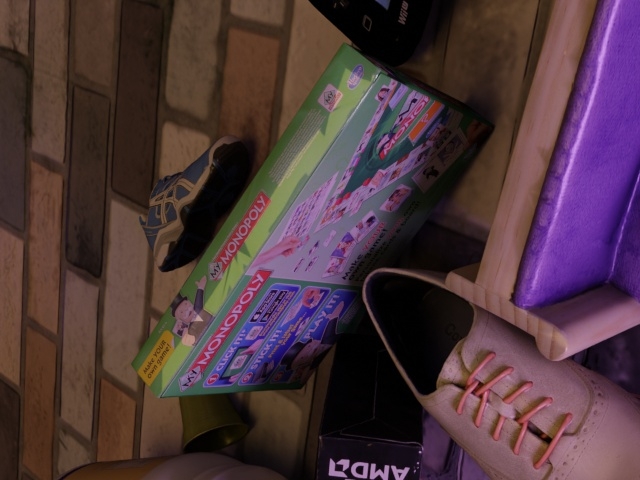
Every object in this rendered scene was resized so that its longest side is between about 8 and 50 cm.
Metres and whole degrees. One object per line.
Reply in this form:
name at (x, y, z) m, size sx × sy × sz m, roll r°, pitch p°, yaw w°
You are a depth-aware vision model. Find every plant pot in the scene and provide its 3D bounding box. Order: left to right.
plant pot at (-0.137, 0.206, 1.182) m, size 0.083 × 0.083 × 0.079 m, roll -48°, pitch 53°, yaw 39°

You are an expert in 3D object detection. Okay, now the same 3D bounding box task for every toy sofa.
toy sofa at (0.235, -0.095, 0.696) m, size 0.177 × 0.150 × 0.362 m, roll 30°, pitch 119°, yaw 37°

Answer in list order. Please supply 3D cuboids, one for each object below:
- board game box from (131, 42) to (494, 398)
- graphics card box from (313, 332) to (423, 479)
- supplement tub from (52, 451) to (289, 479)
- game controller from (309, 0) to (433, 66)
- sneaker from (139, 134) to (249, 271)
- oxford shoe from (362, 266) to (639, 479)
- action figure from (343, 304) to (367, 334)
board game box at (0.000, 0.000, 0.838) m, size 0.046 × 0.213 × 0.317 m, roll 44°, pitch 108°, yaw 29°
graphics card box at (0.036, 0.299, 0.922) m, size 0.094 × 0.233 × 0.370 m, roll 5°, pitch 106°, yaw 5°
supplement tub at (-0.184, 0.373, 1.141) m, size 0.331 × 0.241 × 0.241 m, roll -17°, pitch 87°, yaw 45°
game controller at (0.048, -0.290, 0.818) m, size 0.166 × 0.067 × 0.319 m, roll 54°, pitch 156°, yaw 23°
sneaker at (-0.155, -0.052, 1.131) m, size 0.081 × 0.080 × 0.211 m, roll 54°, pitch 129°, yaw 17°
oxford shoe at (0.157, 0.144, 0.744) m, size 0.140 × 0.146 × 0.397 m, roll -60°, pitch 37°, yaw 7°
action figure at (0.025, -0.006, 0.984) m, size 0.137 × 0.063 × 0.232 m, roll 43°, pitch 122°, yaw 33°
